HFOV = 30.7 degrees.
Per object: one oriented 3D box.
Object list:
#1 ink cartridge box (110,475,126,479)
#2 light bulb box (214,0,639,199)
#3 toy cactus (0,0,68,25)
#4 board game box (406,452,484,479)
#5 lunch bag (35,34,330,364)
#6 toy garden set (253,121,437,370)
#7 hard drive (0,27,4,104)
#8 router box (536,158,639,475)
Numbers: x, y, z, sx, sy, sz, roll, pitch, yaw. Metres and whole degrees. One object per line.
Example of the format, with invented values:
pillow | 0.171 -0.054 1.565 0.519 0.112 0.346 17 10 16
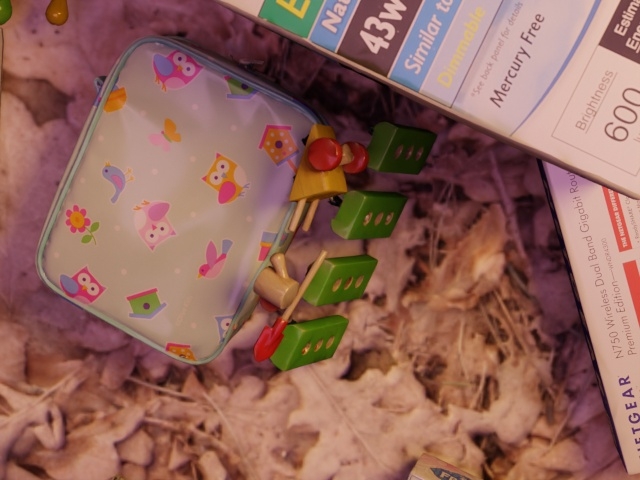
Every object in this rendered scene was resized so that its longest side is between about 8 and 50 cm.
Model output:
ink cartridge box | -0.170 0.418 1.211 0.275 0.060 0.239 35 104 -3
light bulb box | 0.149 -0.270 0.893 0.361 0.225 0.358 25 99 4
toy cactus | -0.259 -0.306 1.051 0.180 0.112 0.219 46 124 18
board game box | 0.182 0.417 1.136 0.318 0.066 0.318 25 107 13
lunch bag | -0.129 -0.047 1.083 0.224 0.108 0.279 28 101 4
toy garden set | 0.000 0.000 1.041 0.049 0.204 0.244 30 103 21
hard drive | -0.473 -0.118 1.133 0.319 0.040 0.210 7 103 4
router box | 0.380 0.015 1.063 0.301 0.082 0.335 -15 100 8
